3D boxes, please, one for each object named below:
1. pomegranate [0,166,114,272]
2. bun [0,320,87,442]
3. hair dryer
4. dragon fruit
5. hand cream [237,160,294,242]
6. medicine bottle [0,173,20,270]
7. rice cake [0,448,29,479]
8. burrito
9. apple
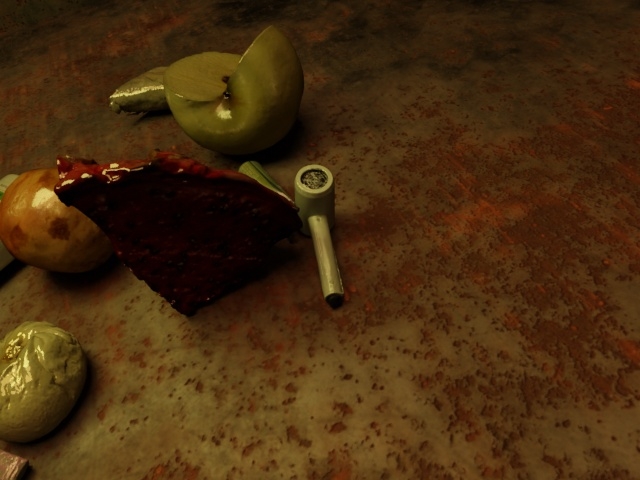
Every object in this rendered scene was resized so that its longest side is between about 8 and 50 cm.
[{"bbox_3d":[-0.478,-0.047,0.955,0.215,0.215,0.215,-7,46,7],"label":"pomegranate"},{"bbox_3d":[-0.446,0.204,0.780,0.164,0.111,0.188,-7,49,12],"label":"bun"},{"bbox_3d":[0.000,0.000,0.869,0.073,0.131,0.236,-6,59,-3],"label":"hair dryer"},{"bbox_3d":[-0.230,-0.086,0.820,0.286,0.329,0.228,-35,46,8],"label":"dragon fruit"},{"bbox_3d":[-0.102,-0.091,1.008,0.055,0.086,0.235,-16,38,-24],"label":"hand cream"},{"bbox_3d":[-0.695,0.011,1.024,0.179,0.124,0.324,19,55,29],"label":"medicine bottle"},{"bbox_3d":[-0.503,0.307,0.747,0.207,0.036,0.047,12,61,24],"label":"rice cake"},{"bbox_3d":[-0.363,-0.406,1.358,0.348,0.107,0.175,-10,30,1],"label":"burrito"},{"bbox_3d":[-0.170,-0.314,1.127,0.295,0.233,0.258,-14,24,15],"label":"apple"}]
